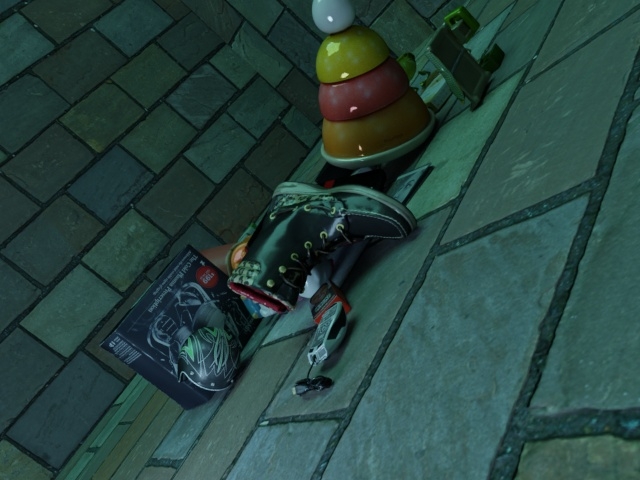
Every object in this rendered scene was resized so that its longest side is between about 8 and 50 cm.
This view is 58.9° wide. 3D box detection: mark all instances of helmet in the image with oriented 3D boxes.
[{"bbox_3d":[-0.282,0.304,1.448,0.161,0.169,0.169,-38,15,50],"label":"helmet"}]

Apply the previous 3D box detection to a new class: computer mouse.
[{"bbox_3d":[0.012,0.193,1.016,0.106,0.042,0.193,-42,18,50],"label":"computer mouse"}]

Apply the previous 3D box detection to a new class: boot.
[{"bbox_3d":[-0.010,0.020,1.194,0.378,0.138,0.284,13,63,36],"label":"boot"}]

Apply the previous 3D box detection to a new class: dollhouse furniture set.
[{"bbox_3d":[0.345,-0.462,1.520,0.151,0.197,0.301,-34,18,48],"label":"dollhouse furniture set"}]

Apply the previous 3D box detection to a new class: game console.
[{"bbox_3d":[-0.003,-0.063,1.485,0.342,0.060,0.386,-12,26,17],"label":"game console"}]

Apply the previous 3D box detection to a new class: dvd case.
[{"bbox_3d":[0.176,-0.093,1.396,0.221,0.018,0.164,-52,11,-15],"label":"dvd case"}]

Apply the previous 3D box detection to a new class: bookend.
[{"bbox_3d":[0.072,-0.260,1.875,0.156,0.072,0.157,-44,12,42],"label":"bookend"}]

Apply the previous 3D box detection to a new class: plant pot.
[{"bbox_3d":[0.447,-0.614,2.065,0.236,0.032,0.236,-47,11,12],"label":"plant pot"},{"bbox_3d":[-0.313,0.131,1.950,0.243,0.275,0.275,-25,24,39],"label":"plant pot"}]

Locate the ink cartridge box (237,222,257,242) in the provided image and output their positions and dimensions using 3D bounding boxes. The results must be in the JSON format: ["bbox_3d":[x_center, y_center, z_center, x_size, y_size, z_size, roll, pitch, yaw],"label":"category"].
[{"bbox_3d":[-0.259,0.040,2.259,0.087,0.153,0.208,-45,11,21],"label":"ink cartridge box"}]

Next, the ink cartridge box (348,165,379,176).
[{"bbox_3d":[0.134,-0.213,1.835,0.109,0.063,0.150,-46,12,23],"label":"ink cartridge box"}]

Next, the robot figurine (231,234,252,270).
[{"bbox_3d":[-0.208,0.052,1.777,0.128,0.158,0.219,-7,12,6],"label":"robot figurine"}]

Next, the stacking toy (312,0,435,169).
[{"bbox_3d":[0.106,-0.474,1.584,0.351,0.479,0.350,-16,30,9],"label":"stacking toy"}]

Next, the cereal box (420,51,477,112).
[{"bbox_3d":[0.386,-0.490,1.842,0.240,0.047,0.173,-52,12,-18],"label":"cereal box"}]

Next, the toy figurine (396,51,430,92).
[{"bbox_3d":[0.275,-0.439,1.974,0.362,0.191,0.217,-51,40,21],"label":"toy figurine"}]

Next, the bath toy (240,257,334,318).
[{"bbox_3d":[-0.087,0.101,1.485,0.129,0.151,0.348,-30,3,-37],"label":"bath toy"}]

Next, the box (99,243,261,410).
[{"bbox_3d":[-0.383,0.247,1.633,0.179,0.312,0.343,-34,19,49],"label":"box"}]

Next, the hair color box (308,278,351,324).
[{"bbox_3d":[0.016,0.133,1.185,0.072,0.043,0.141,-48,11,3],"label":"hair color box"}]
